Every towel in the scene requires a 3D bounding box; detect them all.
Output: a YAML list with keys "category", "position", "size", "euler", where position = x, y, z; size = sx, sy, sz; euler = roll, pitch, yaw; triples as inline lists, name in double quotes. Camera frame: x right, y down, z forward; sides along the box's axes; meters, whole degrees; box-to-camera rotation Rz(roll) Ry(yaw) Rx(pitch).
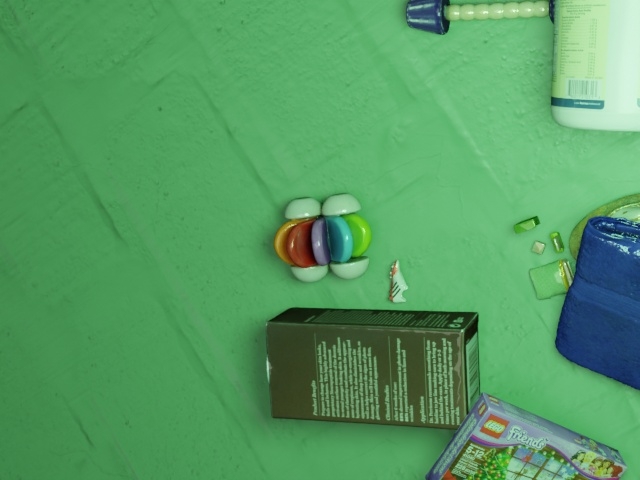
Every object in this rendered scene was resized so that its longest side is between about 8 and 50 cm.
- category: "towel"
  position: [0.523, 0.107, 1.776]
  size: [0.228, 0.076, 0.308]
  euler: [24, 135, 21]

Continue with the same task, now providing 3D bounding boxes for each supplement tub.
- category: "supplement tub"
  position: [0.484, -0.339, 1.678]
  size: [0.235, 0.235, 0.324]
  euler: [4, 101, 20]

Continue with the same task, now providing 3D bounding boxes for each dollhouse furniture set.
- category: "dollhouse furniture set"
  position: [0.390, 0.033, 1.876]
  size: [0.076, 0.058, 0.151]
  euler: [-19, 92, 23]

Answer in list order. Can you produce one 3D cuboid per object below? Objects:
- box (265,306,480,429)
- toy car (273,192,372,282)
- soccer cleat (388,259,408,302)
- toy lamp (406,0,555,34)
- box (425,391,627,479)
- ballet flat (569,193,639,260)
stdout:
- category: "box"
  position: [0.099, 0.232, 1.983]
  size: [0.381, 0.143, 0.191]
  euler: [1, 100, 19]
- category: "toy car"
  position: [0.000, 0.000, 1.979]
  size: [0.182, 0.136, 0.159]
  euler: [-5, 97, 22]
- category: "soccer cleat"
  position: [0.147, 0.077, 1.996]
  size: [0.036, 0.029, 0.083]
  euler: [7, 105, 11]
- category: "toy lamp"
  position: [0.284, -0.393, 1.835]
  size: [0.275, 0.080, 0.080]
  euler: [2, 100, 18]
- category: "box"
  position: [0.360, 0.408, 1.885]
  size: [0.293, 0.057, 0.201]
  euler: [24, 110, -15]
- category: "ballet flat"
  position: [0.574, -0.026, 1.765]
  size: [0.349, 0.123, 0.123]
  euler: [-11, 95, 23]
